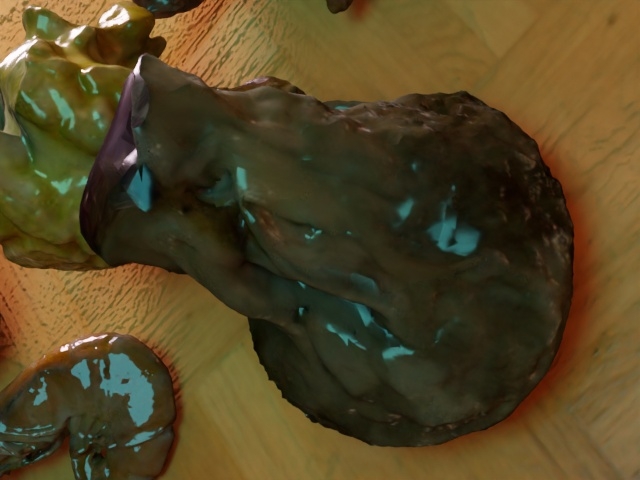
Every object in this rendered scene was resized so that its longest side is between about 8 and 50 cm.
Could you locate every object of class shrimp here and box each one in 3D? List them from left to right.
[{"bbox_3d":[-0.195,0.156,0.986,0.236,0.053,0.133,-31,83,22],"label":"shrimp"}]

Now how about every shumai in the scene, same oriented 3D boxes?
[{"bbox_3d":[0.000,0.000,0.782,0.272,0.204,0.222,11,87,33],"label":"shumai"}]

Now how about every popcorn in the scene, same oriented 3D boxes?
[{"bbox_3d":[-0.165,-0.069,0.928,0.187,0.167,0.185,-33,34,24],"label":"popcorn"}]

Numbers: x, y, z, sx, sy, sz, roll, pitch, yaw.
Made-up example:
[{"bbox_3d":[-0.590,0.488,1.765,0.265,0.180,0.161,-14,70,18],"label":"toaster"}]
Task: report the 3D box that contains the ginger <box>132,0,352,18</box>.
[{"bbox_3d":[-0.009,-0.213,0.923,0.290,0.084,0.122,-5,98,31],"label":"ginger"}]
